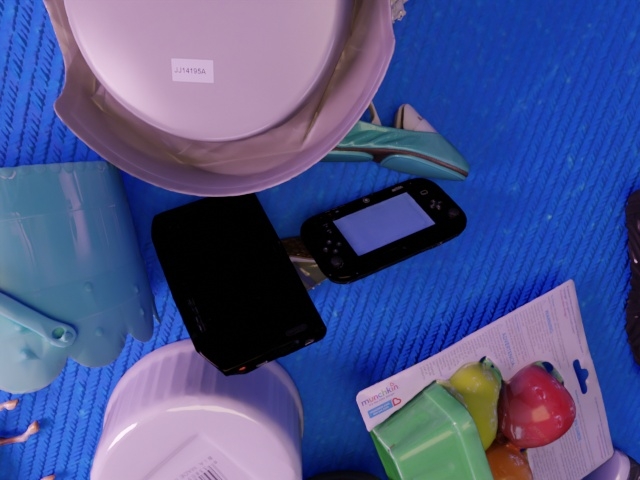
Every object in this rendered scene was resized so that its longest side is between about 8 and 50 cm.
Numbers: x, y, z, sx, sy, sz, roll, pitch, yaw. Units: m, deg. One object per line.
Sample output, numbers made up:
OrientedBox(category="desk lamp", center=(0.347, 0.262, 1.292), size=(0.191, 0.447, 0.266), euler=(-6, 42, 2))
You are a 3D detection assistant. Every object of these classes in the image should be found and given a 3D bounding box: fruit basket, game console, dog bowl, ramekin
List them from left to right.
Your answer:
OrientedBox(category="ramekin", center=(-0.153, 0.279, 0.638), size=(0.277, 0.135, 0.277), euler=(-2, 103, -8))
OrientedBox(category="dog bowl", center=(-0.100, -0.221, 0.453), size=(0.349, 0.102, 0.348), euler=(2, 111, 7))
OrientedBox(category="game console", center=(0.000, 0.000, 0.588), size=(0.361, 0.044, 0.213), euler=(-21, 62, -18))
OrientedBox(category="fruit basket", center=(0.251, 0.266, 0.707), size=(0.353, 0.165, 0.327), euler=(-27, 107, -17))

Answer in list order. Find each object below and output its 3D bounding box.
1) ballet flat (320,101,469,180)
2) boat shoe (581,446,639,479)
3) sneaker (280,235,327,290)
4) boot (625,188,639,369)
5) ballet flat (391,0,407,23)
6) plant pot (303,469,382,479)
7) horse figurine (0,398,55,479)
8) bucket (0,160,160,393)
OrientedBox(category="ballet flat", center=(0.075, -0.130, 0.602), size=(0.247, 0.083, 0.087), euler=(6, 89, -12))
OrientedBox(category="boat shoe", center=(0.447, 0.446, 0.801), size=(0.076, 0.080, 0.228), euler=(27, 91, -12))
OrientedBox(category="sneaker", center=(-0.042, 0.048, 0.640), size=(0.192, 0.064, 0.086), euler=(-9, 120, -11))
OrientedBox(category="boot", center=(0.595, 0.056, 0.695), size=(0.260, 0.131, 0.347), euler=(-12, 105, -5))
OrientedBox(category="ballet flat", center=(0.117, -0.398, 0.532), size=(0.147, 0.147, 0.408), euler=(30, 101, -14))
OrientedBox(category="plant pot", center=(0.031, 0.459, 0.670), size=(0.263, 0.263, 0.229), euler=(-8, 87, -6))
OrientedBox(category="horse figurine", center=(-0.450, 0.312, 0.639), size=(0.175, 0.066, 0.263), euler=(-14, 103, -11))
OrientedBox(category="bucket", center=(-0.313, 0.024, 0.488), size=(0.281, 0.281, 0.183), euler=(-8, 99, -6))
